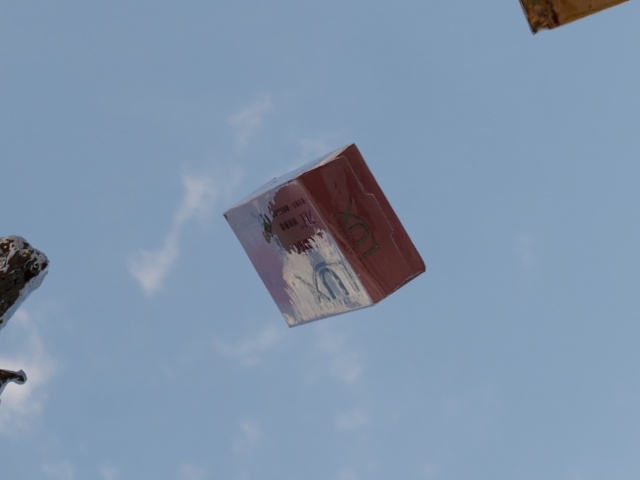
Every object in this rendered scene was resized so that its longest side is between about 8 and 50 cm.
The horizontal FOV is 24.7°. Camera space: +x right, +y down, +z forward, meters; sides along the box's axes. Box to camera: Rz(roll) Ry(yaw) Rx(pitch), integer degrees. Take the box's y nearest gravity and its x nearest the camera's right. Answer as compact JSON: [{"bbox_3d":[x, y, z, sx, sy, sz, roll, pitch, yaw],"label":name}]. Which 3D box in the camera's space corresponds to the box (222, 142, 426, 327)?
[{"bbox_3d":[0.000,0.000,1.073,0.060,0.156,0.111,-34,-85,-25],"label":"box"}]

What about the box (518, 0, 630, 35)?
[{"bbox_3d":[0.198,-0.202,0.722,0.237,0.152,0.070,-21,-57,14],"label":"box"}]

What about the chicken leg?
[{"bbox_3d":[-0.307,0.128,1.192,0.177,0.322,0.083,-33,-112,-34],"label":"chicken leg"}]
